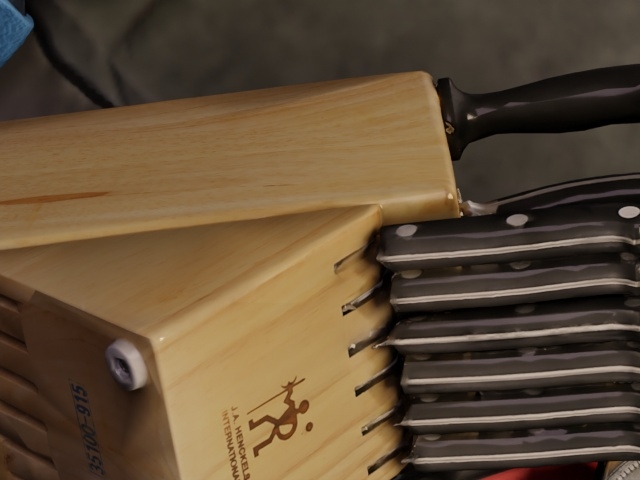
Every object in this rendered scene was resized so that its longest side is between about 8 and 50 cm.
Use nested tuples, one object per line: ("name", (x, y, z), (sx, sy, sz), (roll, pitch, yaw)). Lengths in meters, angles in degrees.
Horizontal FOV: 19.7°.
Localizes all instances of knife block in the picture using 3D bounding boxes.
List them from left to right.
("knife block", (0.000, 0.000, 0.592), (0.275, 0.088, 0.242), (18, 36, 42))

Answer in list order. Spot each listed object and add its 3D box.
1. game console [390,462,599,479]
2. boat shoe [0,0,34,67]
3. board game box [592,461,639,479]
("game console", (0.054, 0.081, 0.622), (0.144, 0.085, 0.124), (-17, 36, -9))
("boat shoe", (-0.216, -0.128, 0.620), (0.109, 0.258, 0.089), (-33, 50, 22))
("board game box", (0.126, 0.198, 0.529), (0.165, 0.042, 0.243), (18, 77, 8))
